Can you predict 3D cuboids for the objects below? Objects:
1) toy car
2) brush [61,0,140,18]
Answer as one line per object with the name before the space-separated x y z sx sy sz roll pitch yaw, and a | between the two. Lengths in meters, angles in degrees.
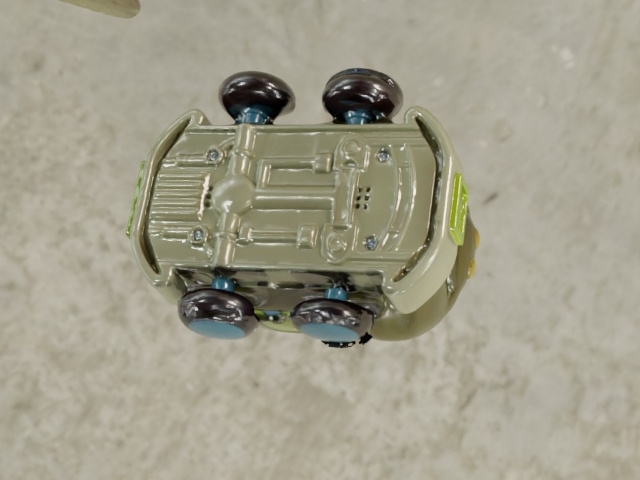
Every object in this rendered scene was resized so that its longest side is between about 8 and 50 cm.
toy car | 0.000 0.000 1.058 0.248 0.198 0.204 1 67 19
brush | -0.152 -0.113 0.436 0.036 0.248 0.043 -49 56 25
